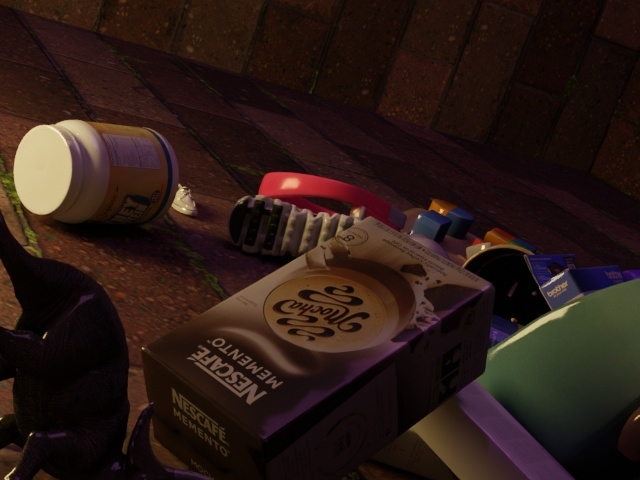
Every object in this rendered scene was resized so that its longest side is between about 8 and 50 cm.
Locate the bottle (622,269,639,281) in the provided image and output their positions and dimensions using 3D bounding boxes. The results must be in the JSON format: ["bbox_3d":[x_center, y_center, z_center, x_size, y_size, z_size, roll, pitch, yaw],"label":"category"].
[{"bbox_3d":[0.684,0.141,2.074,0.282,0.118,0.092,15,8,-16],"label":"bottle"}]

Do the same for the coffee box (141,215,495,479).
[{"bbox_3d":[0.003,0.113,1.030,0.297,0.119,0.168,-30,45,-35],"label":"coffee box"}]

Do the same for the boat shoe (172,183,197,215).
[{"bbox_3d":[-0.226,-0.071,1.803,0.035,0.035,0.100,11,16,-31],"label":"boat shoe"}]

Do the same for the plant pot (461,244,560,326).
[{"bbox_3d":[0.310,0.096,1.686,0.167,0.167,0.165,28,9,30],"label":"plant pot"}]

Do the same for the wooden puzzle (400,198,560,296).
[{"bbox_3d":[0.281,0.005,2.114,0.347,0.081,0.322,24,15,16],"label":"wooden puzzle"}]

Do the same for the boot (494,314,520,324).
[{"bbox_3d":[0.184,0.105,1.569,0.203,0.095,0.262,20,21,4],"label":"boot"}]

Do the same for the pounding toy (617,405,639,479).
[{"bbox_3d":[0.373,0.297,1.068,0.269,0.154,0.155,42,19,9],"label":"pounding toy"}]

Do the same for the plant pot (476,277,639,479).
[{"bbox_3d":[0.315,0.153,1.192,0.165,0.234,0.166,12,47,-38],"label":"plant pot"}]

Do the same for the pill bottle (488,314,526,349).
[{"bbox_3d":[0.151,0.132,1.386,0.219,0.123,0.123,20,14,1],"label":"pill bottle"}]

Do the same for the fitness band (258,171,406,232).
[{"bbox_3d":[0.020,-0.048,1.841,0.209,0.054,0.291,8,-11,30],"label":"fitness band"}]

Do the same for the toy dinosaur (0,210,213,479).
[{"bbox_3d":[-0.205,0.105,0.857,0.160,0.314,0.121,-26,16,-40],"label":"toy dinosaur"}]

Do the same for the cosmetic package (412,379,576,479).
[{"bbox_3d":[0.169,0.212,1.124,0.239,0.060,0.099,46,18,28],"label":"cosmetic package"}]

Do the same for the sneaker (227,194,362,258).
[{"bbox_3d":[0.000,0.000,1.729,0.292,0.110,0.118,21,4,-1],"label":"sneaker"}]

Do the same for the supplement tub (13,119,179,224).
[{"bbox_3d":[-0.315,-0.095,1.554,0.144,0.144,0.199,30,18,33],"label":"supplement tub"}]

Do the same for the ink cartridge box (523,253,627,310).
[{"bbox_3d":[0.416,0.138,1.540,0.185,0.065,0.311,0,55,-53],"label":"ink cartridge box"}]

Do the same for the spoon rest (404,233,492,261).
[{"bbox_3d":[0.191,0.039,1.846,0.276,0.084,0.137,3,-14,-44],"label":"spoon rest"}]

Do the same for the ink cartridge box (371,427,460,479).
[{"bbox_3d":[0.123,0.205,1.227,0.224,0.056,0.181,18,15,-4],"label":"ink cartridge box"}]
